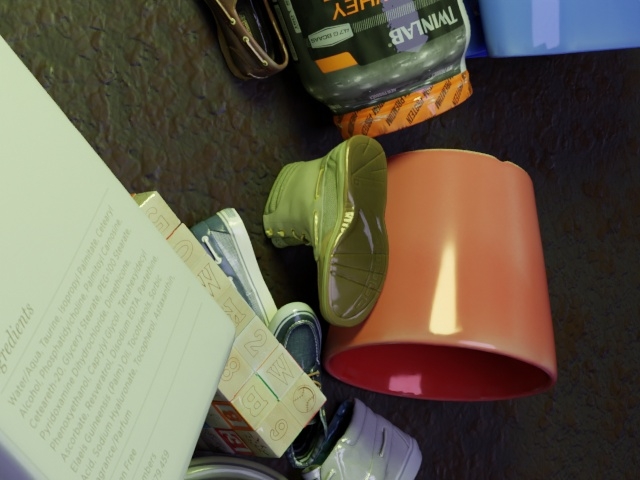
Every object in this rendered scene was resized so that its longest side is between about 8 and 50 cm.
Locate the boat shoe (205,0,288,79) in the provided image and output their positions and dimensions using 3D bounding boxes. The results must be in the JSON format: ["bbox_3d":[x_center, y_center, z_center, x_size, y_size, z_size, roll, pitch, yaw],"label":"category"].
[{"bbox_3d":[-0.094,-0.280,1.750,0.073,0.073,0.207,-35,107,-31],"label":"boat shoe"}]

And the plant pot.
[{"bbox_3d":[0.145,0.040,1.810,0.275,0.275,0.243,18,68,-35],"label":"plant pot"}]

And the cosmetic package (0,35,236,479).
[{"bbox_3d":[-0.337,0.091,1.317,0.393,0.329,0.327,54,32,-25],"label":"cosmetic package"}]

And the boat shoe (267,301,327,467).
[{"bbox_3d":[-0.020,0.161,1.726,0.065,0.083,0.183,-9,125,-21],"label":"boat shoe"}]

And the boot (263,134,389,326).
[{"bbox_3d":[0.000,0.000,1.746,0.077,0.165,0.213,14,73,-33],"label":"boot"}]

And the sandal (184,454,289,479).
[{"bbox_3d":[-0.167,0.287,1.633,0.303,0.120,0.086,5,50,-29],"label":"sandal"}]

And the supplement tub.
[{"bbox_3d":[0.043,-0.298,1.768,0.207,0.207,0.338,-30,105,-34],"label":"supplement tub"}]

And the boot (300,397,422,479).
[{"bbox_3d":[0.016,0.310,1.803,0.123,0.095,0.258,40,57,-22],"label":"boot"}]

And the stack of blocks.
[{"bbox_3d":[-0.150,0.091,1.628,0.087,0.171,0.297,-49,115,-28],"label":"stack of blocks"}]

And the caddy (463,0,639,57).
[{"bbox_3d":[0.271,-0.318,1.921,0.341,0.241,0.179,-10,98,-37],"label":"caddy"}]

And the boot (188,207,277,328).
[{"bbox_3d":[-0.104,0.063,1.740,0.086,0.069,0.190,-25,107,-13],"label":"boot"}]
